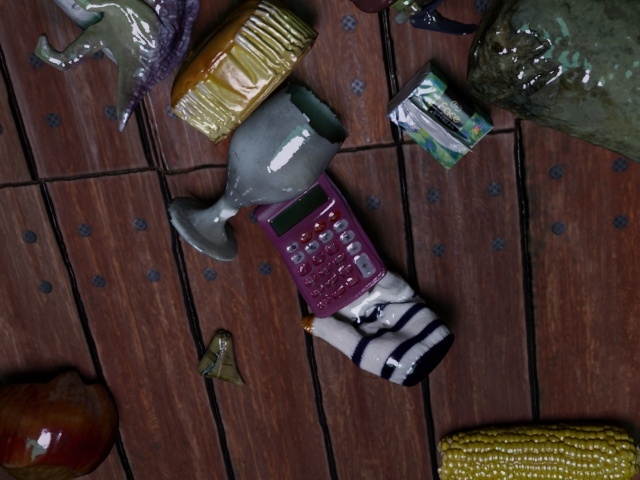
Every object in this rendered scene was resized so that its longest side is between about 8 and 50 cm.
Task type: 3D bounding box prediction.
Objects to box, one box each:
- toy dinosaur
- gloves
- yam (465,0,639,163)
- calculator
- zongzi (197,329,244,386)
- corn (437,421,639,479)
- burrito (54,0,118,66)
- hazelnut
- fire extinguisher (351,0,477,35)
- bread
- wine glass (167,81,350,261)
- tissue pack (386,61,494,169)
[{"bbox_3d":[-0.217,-0.286,1.065,0.162,0.077,0.294,25,100,-21],"label":"toy dinosaur"},{"bbox_3d":[0.071,0.100,1.260,0.218,0.131,0.140,41,102,25],"label":"gloves"},{"bbox_3d":[0.326,-0.211,1.046,0.300,0.195,0.195,21,116,-7],"label":"yam"},{"bbox_3d":[0.000,0.000,1.216,0.126,0.034,0.190,-36,76,19],"label":"calculator"},{"bbox_3d":[-0.134,0.180,1.354,0.083,0.040,0.076,24,109,-20],"label":"zongzi"},{"bbox_3d":[0.332,0.325,1.355,0.310,0.101,0.102,-4,116,12],"label":"corn"},{"bbox_3d":[-0.281,-0.290,1.123,0.064,0.064,0.203,-39,110,20],"label":"burrito"},{"bbox_3d":[-0.409,0.288,1.372,0.201,0.161,0.170,7,138,-41],"label":"hazelnut"},{"bbox_3d":[0.045,-0.354,1.029,0.344,0.102,0.138,44,154,-15],"label":"fire extinguisher"},{"bbox_3d":[-0.102,-0.214,1.106,0.114,0.132,0.190,38,110,-12],"label":"bread"},{"bbox_3d":[-0.082,-0.087,1.171,0.126,0.126,0.241,39,114,-14],"label":"wine glass"},{"bbox_3d":[0.152,-0.154,1.145,0.111,0.079,0.085,39,113,-15],"label":"tissue pack"}]
